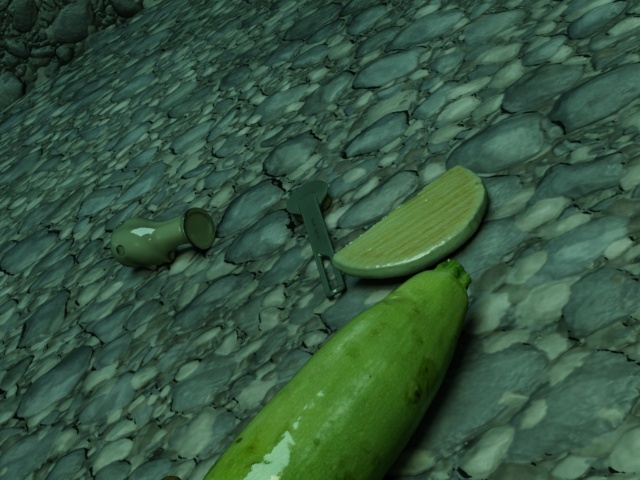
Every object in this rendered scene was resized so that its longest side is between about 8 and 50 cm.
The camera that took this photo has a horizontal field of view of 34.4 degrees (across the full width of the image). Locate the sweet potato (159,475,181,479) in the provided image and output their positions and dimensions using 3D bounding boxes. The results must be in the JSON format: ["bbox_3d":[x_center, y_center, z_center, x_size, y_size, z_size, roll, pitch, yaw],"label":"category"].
[{"bbox_3d":[-0.166,0.289,0.892,0.074,0.075,0.269,-27,13,13],"label":"sweet potato"}]

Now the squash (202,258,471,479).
[{"bbox_3d":[0.029,0.142,0.874,0.370,0.118,0.118,-45,28,-27],"label":"squash"}]

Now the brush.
[{"bbox_3d":[0.000,0.000,1.255,0.062,0.027,0.266,-30,30,8],"label":"brush"}]

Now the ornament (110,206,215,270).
[{"bbox_3d":[-0.228,0.000,1.454,0.156,0.081,0.075,-13,-1,30],"label":"ornament"}]

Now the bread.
[{"bbox_3d":[0.117,-0.008,1.120,0.193,0.036,0.112,-37,31,-15],"label":"bread"}]
